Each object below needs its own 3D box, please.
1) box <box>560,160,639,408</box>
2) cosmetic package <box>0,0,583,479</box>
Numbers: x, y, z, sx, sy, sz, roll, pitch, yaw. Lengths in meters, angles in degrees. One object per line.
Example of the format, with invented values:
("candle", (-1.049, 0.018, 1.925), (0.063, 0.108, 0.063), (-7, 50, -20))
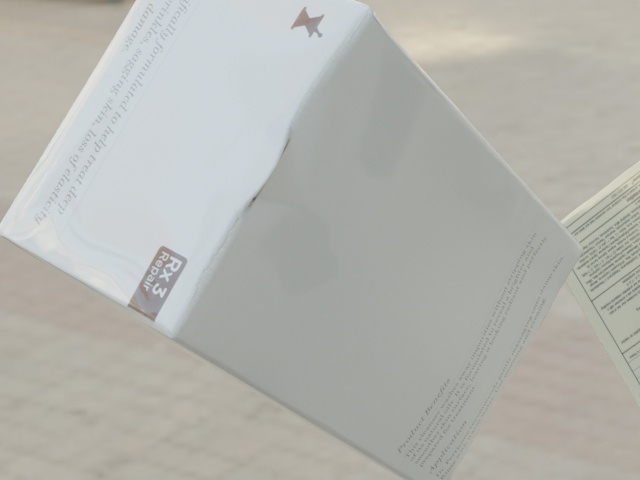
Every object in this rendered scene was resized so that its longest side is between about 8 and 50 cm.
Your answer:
("box", (0.337, 0.051, 1.736), (0.148, 0.232, 0.127), (-39, -22, 28))
("cosmetic package", (0.000, 0.000, 1.201), (0.156, 0.217, 0.385), (27, -8, 34))
